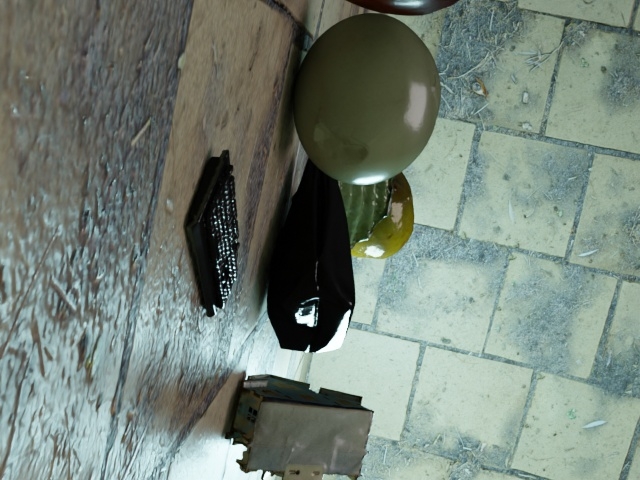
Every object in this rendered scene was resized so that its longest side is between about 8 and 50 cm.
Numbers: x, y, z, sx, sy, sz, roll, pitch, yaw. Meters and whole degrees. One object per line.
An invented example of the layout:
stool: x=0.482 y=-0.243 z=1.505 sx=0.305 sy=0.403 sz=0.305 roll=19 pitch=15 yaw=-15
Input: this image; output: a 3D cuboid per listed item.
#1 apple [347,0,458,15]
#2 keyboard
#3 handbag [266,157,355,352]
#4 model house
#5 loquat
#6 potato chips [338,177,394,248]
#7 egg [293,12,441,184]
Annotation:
apple: x=0.092 y=-0.378 z=0.958 sx=0.234 sy=0.234 sz=0.234 roll=13 pitch=90 yaw=-86
keyboard: x=-0.105 y=0.000 z=0.840 sx=0.230 sy=0.025 sz=0.093 roll=96 pitch=11 yaw=-64
handbag: x=-0.014 y=0.027 z=1.446 sx=0.342 sy=0.152 sz=0.288 roll=103 pitch=-9 yaw=-68
model house: x=-0.065 y=0.333 z=1.447 sx=0.206 sy=0.271 sz=0.178 roll=14 pitch=-87 yaw=58
loquat: x=0.148 y=-0.086 z=2.380 sx=0.276 sy=0.276 sz=0.284 roll=-73 pitch=-175 yaw=-47
potato chips: x=0.051 y=-0.133 z=1.806 sx=0.373 sy=0.097 sz=0.389 roll=-6 pitch=114 yaw=-59
egg: x=0.067 y=-0.204 z=1.208 sx=0.269 sy=0.219 sz=0.219 roll=90 pitch=12 yaw=-52
